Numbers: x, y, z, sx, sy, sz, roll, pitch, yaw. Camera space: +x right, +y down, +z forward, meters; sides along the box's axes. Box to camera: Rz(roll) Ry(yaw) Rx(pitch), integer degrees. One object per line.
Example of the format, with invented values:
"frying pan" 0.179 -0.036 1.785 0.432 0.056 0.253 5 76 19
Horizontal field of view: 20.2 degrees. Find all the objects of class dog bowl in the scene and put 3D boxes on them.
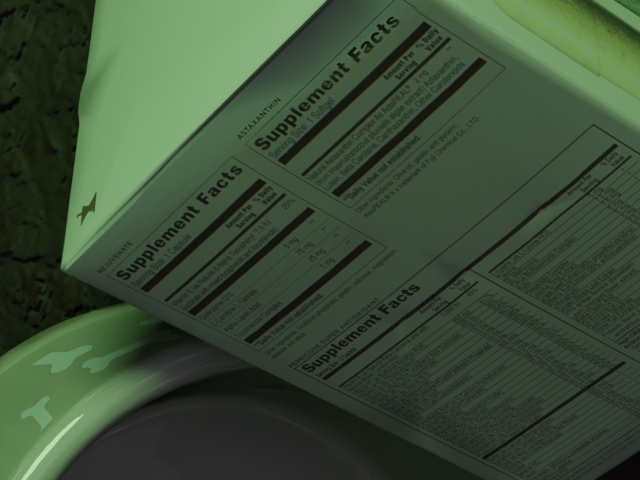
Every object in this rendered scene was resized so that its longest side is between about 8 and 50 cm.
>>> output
"dog bowl" -0.033 0.193 0.809 0.349 0.102 0.348 3 84 -26

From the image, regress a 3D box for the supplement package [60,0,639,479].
"supplement package" 0.060 -0.055 0.756 0.263 0.198 0.199 28 40 -27
